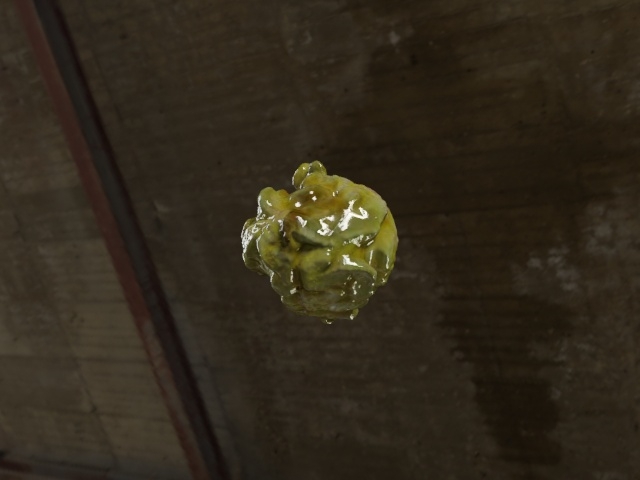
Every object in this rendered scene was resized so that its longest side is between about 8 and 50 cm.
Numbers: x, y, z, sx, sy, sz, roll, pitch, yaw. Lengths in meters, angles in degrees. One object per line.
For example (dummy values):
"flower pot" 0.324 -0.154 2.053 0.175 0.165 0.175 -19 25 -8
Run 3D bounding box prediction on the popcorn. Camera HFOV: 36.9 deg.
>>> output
"popcorn" 0.000 0.001 1.168 0.187 0.185 0.167 37 -22 -4
